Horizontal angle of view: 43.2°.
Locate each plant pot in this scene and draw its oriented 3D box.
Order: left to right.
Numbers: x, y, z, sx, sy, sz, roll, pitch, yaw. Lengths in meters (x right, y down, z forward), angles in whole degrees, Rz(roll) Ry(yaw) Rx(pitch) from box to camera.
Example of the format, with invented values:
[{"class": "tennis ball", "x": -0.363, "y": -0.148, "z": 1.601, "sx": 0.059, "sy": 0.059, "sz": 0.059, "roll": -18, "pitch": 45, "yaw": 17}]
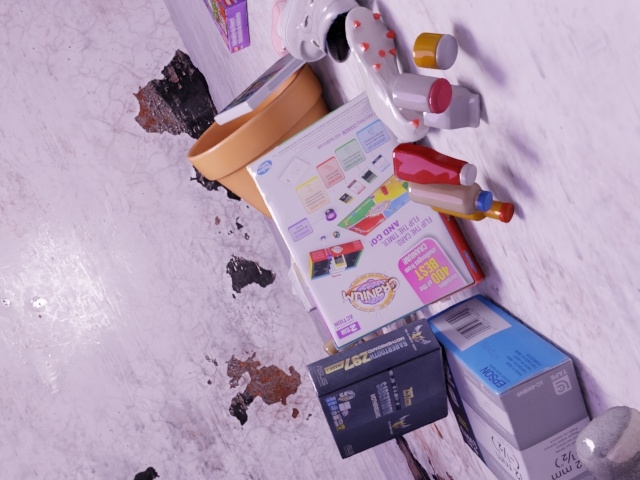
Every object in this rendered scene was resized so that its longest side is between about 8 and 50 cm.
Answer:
[{"class": "plant pot", "x": -0.082, "y": -0.176, "z": 1.558, "sx": 0.203, "sy": 0.291, "sz": 0.291, "roll": 51, "pitch": 175, "yaw": -18}]

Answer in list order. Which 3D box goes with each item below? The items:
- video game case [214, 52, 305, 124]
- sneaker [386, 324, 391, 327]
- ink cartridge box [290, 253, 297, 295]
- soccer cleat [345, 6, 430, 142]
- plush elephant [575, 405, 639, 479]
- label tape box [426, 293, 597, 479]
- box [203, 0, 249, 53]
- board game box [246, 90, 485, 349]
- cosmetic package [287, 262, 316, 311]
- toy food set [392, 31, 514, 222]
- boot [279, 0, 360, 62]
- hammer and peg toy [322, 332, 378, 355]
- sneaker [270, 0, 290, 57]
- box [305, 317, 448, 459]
[{"class": "video game case", "x": -0.097, "y": -0.285, "z": 1.470, "sx": 0.023, "sy": 0.183, "sz": 0.201, "roll": 50, "pitch": 163, "yaw": -16}, {"class": "sneaker", "x": 0.109, "y": 0.075, "z": 1.620, "sx": 0.282, "sy": 0.161, "sz": 0.102, "roll": -78, "pitch": 3, "yaw": -51}, {"class": "ink cartridge box", "x": 0.000, "y": 0.000, "z": 1.715, "sx": 0.219, "sy": 0.093, "sz": 0.160, "roll": 90, "pitch": -164, "yaw": -44}, {"class": "soccer cleat", "x": 0.082, "y": -0.219, "z": 1.094, "sx": 0.196, "sy": 0.068, "sz": 0.076, "roll": 62, "pitch": 153, "yaw": 0}, {"class": "plush elephant", "x": 0.326, "y": 0.381, "z": 0.767, "sx": 0.330, "sy": 0.272, "sz": 0.255, "roll": 38, "pitch": -164, "yaw": -22}, {"class": "label tape box", "x": 0.285, "y": 0.279, "z": 1.148, "sx": 0.249, "sy": 0.115, "sz": 0.347, "roll": -136, "pitch": 25, "yaw": -68}, {"class": "box", "x": -0.260, "y": -0.625, "z": 1.953, "sx": 0.293, "sy": 0.057, "sz": 0.201, "roll": 62, "pitch": 171, "yaw": 14}, {"class": "board game box", "x": 0.062, "y": -0.030, "z": 1.198, "sx": 0.316, "sy": 0.242, "sz": 0.064, "roll": 64, "pitch": -156, "yaw": 6}, {"class": "cosmetic package", "x": 0.065, "y": 0.031, "z": 1.337, "sx": 0.085, "sy": 0.231, "sz": 0.117, "roll": 64, "pitch": 171, "yaw": 6}, {"class": "toy food set", "x": 0.154, "y": -0.112, "z": 0.917, "sx": 0.105, "sy": 0.111, "sz": 0.232, "roll": 17, "pitch": 128, "yaw": 35}, {"class": "boot", "x": 0.002, "y": -0.311, "z": 1.210, "sx": 0.258, "sy": 0.095, "sz": 0.123, "roll": 98, "pitch": 153, "yaw": -71}, {"class": "hammer and peg toy", "x": 0.118, "y": 0.260, "z": 1.754, "sx": 0.266, "sy": 0.127, "sz": 0.361, "roll": 45, "pitch": 169, "yaw": 2}, {"class": "sneaker", "x": -0.062, "y": -0.381, "z": 1.521, "sx": 0.134, "sy": 0.051, "sz": 0.070, "roll": 85, "pitch": 163, "yaw": -53}, {"class": "box", "x": 0.090, "y": 0.224, "z": 1.189, "sx": 0.232, "sy": 0.184, "sz": 0.059, "roll": 75, "pitch": 171, "yaw": -53}]
